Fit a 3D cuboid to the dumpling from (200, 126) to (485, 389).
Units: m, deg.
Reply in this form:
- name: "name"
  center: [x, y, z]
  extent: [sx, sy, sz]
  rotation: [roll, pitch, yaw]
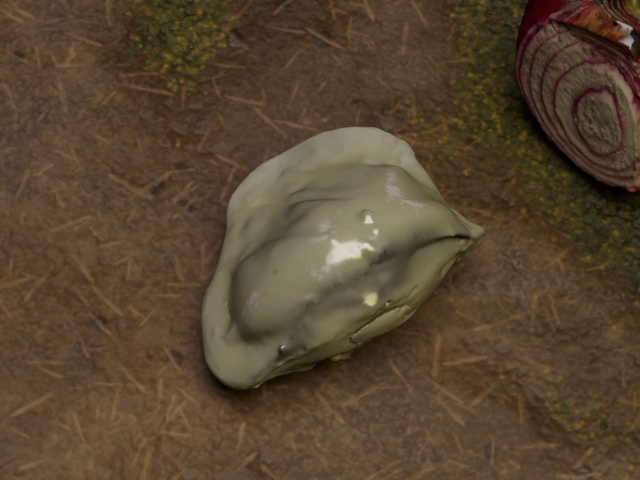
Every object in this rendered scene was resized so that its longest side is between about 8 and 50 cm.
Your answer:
- name: "dumpling"
  center: [0.000, 0.000, 1.931]
  extent: [0.318, 0.187, 0.243]
  rotation: [-28, 67, -16]

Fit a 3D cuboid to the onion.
- name: "onion"
  center: [0.335, -0.197, 2.072]
  extent: [0.207, 0.216, 0.206]
  rotation: [-28, 47, -30]
